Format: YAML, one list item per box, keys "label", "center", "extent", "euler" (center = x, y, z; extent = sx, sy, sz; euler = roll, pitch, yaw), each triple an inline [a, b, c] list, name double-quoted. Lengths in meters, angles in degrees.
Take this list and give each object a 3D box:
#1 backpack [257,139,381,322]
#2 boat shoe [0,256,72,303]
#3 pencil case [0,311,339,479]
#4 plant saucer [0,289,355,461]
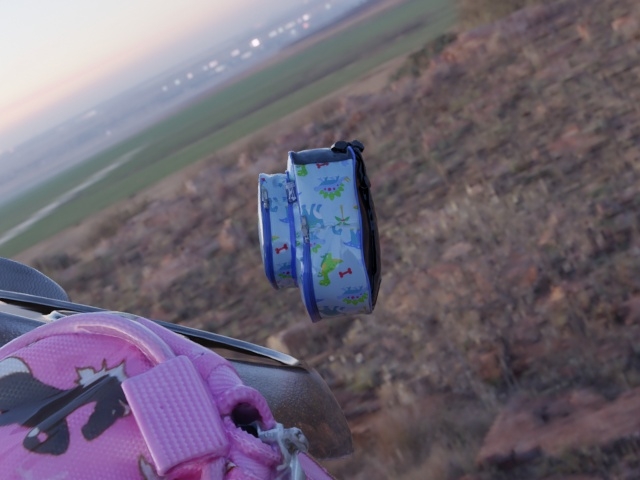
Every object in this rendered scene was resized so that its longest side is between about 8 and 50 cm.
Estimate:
- label: "backpack"
  center: [0.000, 0.000, 0.795]
  extent: [0.084, 0.114, 0.105]
  euler: [-9, -13, 3]
- label: "boat shoe"
  center: [-0.375, 0.101, 1.013]
  extent: [0.356, 0.130, 0.132]
  euler: [-6, 59, 11]
- label: "pencil case"
  center: [-0.021, 0.180, 0.538]
  extent: [0.167, 0.386, 0.160]
  euler: [13, 68, 35]
- label: "plant saucer"
  center: [-0.126, 0.073, 0.685]
  extent: [0.311, 0.050, 0.310]
  euler: [12, -2, 0]
